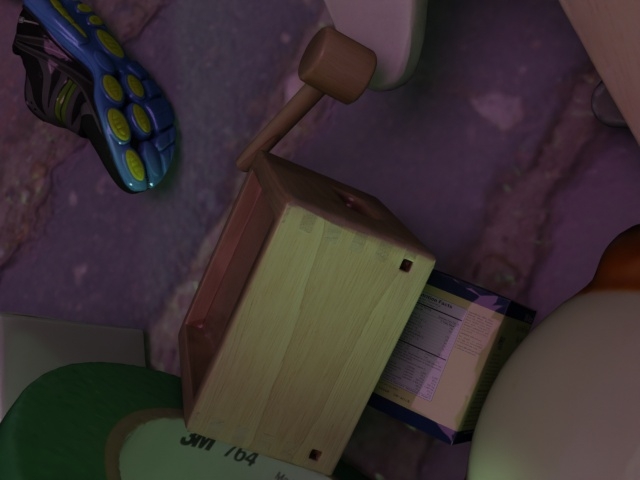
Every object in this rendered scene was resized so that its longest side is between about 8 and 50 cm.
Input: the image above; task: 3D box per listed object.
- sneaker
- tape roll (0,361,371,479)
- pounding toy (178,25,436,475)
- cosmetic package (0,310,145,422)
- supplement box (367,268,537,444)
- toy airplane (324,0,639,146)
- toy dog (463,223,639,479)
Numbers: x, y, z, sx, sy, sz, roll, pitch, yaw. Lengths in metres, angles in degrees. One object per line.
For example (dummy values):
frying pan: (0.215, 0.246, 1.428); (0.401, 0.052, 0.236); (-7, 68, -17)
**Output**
sneaker: (-0.171, -0.105, 0.691); (0.188, 0.067, 0.078); (52, 124, 20)
tape roll: (-0.014, 0.179, 0.420); (0.321, 0.321, 0.077); (37, 96, 24)
pounding toy: (0.001, -0.008, 0.528); (0.094, 0.181, 0.206); (22, 101, -16)
cosmetic package: (-0.217, 0.242, 0.593); (0.196, 0.155, 0.366); (-14, 77, 22)
supplement box: (0.076, 0.065, 0.532); (0.056, 0.083, 0.083); (22, 91, 24)
toy airplane: (0.150, -0.237, 0.486); (0.384, 0.272, 0.386); (35, 132, 35)
toy dog: (0.208, 0.165, 0.316); (0.408, 0.395, 0.285); (44, 116, 57)
